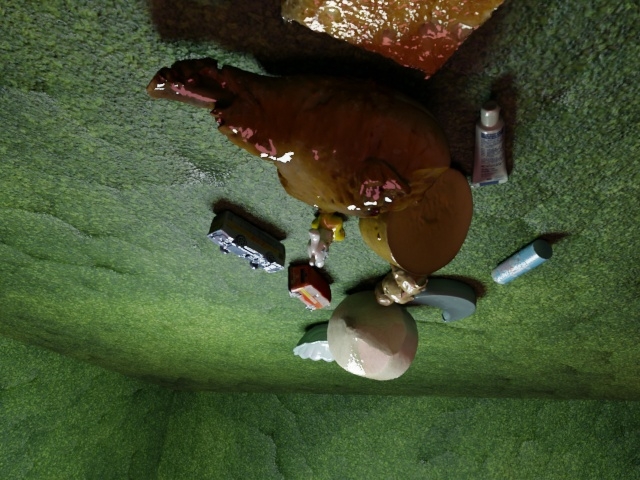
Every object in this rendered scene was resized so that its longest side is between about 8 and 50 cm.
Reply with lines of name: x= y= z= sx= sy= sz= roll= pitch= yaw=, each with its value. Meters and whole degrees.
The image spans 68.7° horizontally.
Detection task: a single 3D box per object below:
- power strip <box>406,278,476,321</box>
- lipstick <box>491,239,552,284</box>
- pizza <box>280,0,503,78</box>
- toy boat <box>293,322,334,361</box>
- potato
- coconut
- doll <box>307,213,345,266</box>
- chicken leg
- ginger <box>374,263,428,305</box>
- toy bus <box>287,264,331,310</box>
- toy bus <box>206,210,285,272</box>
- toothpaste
power strip: x=0.321 y=0.154 z=1.260 sx=0.253 sy=0.054 sz=0.167 roll=26 pitch=144 yaw=-34
lipstick: x=0.444 y=0.051 z=1.042 sx=0.047 sy=0.048 sz=0.158 roll=11 pitch=153 yaw=-10
pizza: x=0.102 y=-0.261 z=0.497 sx=0.291 sy=0.058 sz=0.197 roll=-6 pitch=152 yaw=25
toy boat: x=0.031 y=0.358 z=1.656 sx=0.199 sy=0.100 sz=0.290 roll=25 pitch=148 yaw=-34
potato: x=0.140 y=-0.038 z=0.812 sx=0.158 sy=0.203 sz=0.178 roll=8 pitch=137 yaw=51
coconut: x=0.140 y=0.266 z=1.314 sx=0.237 sy=0.238 sz=0.266 roll=-12 pitch=146 yaw=31
doll: x=-0.001 y=-0.004 z=0.953 sx=0.071 sy=0.113 sz=0.135 roll=19 pitch=177 yaw=17
chicken leg: x=-0.038 y=-0.137 z=0.675 sx=0.408 sy=0.182 sz=0.295 roll=16 pitch=168 yaw=-11
ginger: x=0.195 y=0.108 z=1.166 sx=0.104 sy=0.080 sz=0.204 roll=44 pitch=152 yaw=10
toy bus: x=-0.026 y=0.127 z=1.253 sx=0.077 sy=0.079 sz=0.174 roll=-15 pitch=147 yaw=17
toy bus: x=-0.160 y=0.007 z=1.042 sx=0.064 sy=0.075 sz=0.190 roll=-20 pitch=142 yaw=37
toothpaste: x=0.261 y=-0.140 z=0.724 sx=0.061 sy=0.037 sz=0.216 roll=-4 pitch=155 yaw=18
